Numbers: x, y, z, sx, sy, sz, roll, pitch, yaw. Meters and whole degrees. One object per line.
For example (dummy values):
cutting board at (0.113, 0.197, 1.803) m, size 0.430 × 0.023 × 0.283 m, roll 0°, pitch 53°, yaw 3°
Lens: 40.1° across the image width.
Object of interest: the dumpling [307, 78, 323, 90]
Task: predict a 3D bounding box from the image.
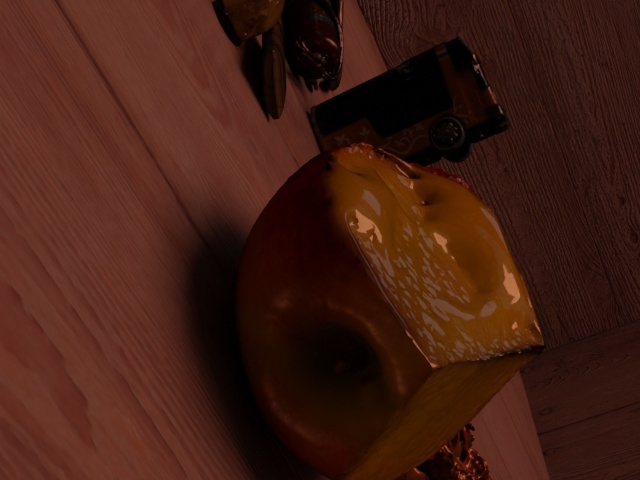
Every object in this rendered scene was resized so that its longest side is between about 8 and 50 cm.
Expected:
dumpling at (-0.009, -0.321, 1.702) m, size 0.059 × 0.043 × 0.077 m, roll 78°, pitch -15°, yaw -49°

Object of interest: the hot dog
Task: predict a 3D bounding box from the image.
hot dog at (0.176, 0.327, 1.245) m, size 0.349 × 0.117 × 0.158 m, roll 52°, pitch 20°, yaw -50°

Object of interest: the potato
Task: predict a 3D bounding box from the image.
potato at (-0.089, -0.334, 1.268) m, size 0.067 × 0.103 × 0.096 m, roll 65°, pitch 15°, yaw -2°

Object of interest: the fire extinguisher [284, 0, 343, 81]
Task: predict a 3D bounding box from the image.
fire extinguisher at (-0.024, -0.409, 1.655) m, size 0.141 × 0.105 × 0.341 m, roll 38°, pitch 29°, yaw -33°

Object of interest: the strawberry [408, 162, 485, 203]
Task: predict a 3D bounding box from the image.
strawberry at (0.118, 0.022, 1.264) m, size 0.257 × 0.257 × 0.277 m, roll 67°, pitch 27°, yaw -5°

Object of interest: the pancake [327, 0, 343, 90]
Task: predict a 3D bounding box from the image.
pancake at (0.023, -0.433, 1.844) m, size 0.250 × 0.031 × 0.250 m, roll 178°, pitch -90°, yaw -83°

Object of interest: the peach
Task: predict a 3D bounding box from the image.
peach at (0.057, 0.065, 0.899) m, size 0.306 × 0.242 × 0.380 m, roll 54°, pitch 31°, yaw 17°

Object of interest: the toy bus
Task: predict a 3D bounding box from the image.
toy bus at (0.160, -0.215, 1.592) m, size 0.194 × 0.323 × 0.162 m, roll 68°, pitch 13°, yaw 11°

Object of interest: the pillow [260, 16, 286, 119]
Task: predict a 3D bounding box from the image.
pillow at (-0.073, -0.279, 1.338) m, size 0.203 × 0.038 × 0.113 m, roll -95°, pitch -177°, yaw -56°
